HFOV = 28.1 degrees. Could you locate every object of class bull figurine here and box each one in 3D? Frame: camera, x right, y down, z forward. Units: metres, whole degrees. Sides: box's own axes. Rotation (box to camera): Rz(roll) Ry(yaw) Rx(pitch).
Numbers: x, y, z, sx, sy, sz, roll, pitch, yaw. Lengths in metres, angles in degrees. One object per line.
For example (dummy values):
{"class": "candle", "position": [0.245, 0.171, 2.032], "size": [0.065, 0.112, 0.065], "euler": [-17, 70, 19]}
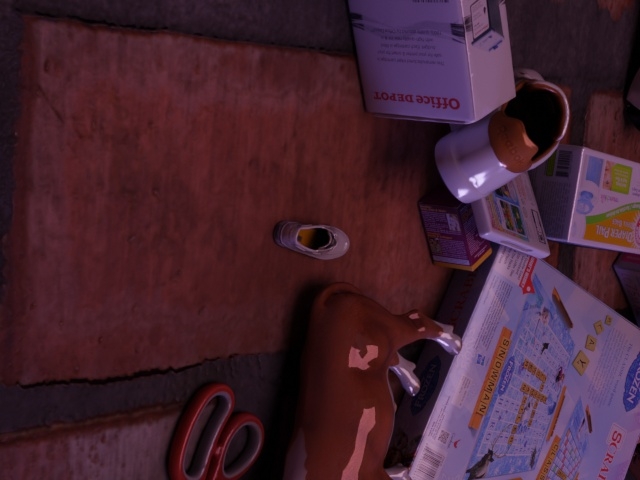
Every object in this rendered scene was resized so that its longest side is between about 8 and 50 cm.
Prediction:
{"class": "bull figurine", "position": [0.033, 0.201, 1.272], "size": [0.188, 0.101, 0.310], "euler": [13, 86, -35]}

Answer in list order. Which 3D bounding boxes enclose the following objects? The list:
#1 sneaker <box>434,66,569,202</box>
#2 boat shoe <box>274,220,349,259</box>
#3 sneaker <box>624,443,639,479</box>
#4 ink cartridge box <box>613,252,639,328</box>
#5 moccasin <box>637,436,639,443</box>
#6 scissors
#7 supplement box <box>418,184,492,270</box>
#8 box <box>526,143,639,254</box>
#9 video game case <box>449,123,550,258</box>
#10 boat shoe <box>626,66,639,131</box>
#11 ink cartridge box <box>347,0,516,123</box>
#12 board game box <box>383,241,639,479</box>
{"class": "sneaker", "position": [0.224, -0.128, 1.358], "size": [0.106, 0.123, 0.290], "euler": [56, 32, -10]}
{"class": "boat shoe", "position": [0.000, 0.000, 1.258], "size": [0.100, 0.035, 0.035], "euler": [16, 86, -48]}
{"class": "sneaker", "position": [0.443, 0.277, 1.754], "size": [0.162, 0.106, 0.281], "euler": [42, 68, -40]}
{"class": "ink cartridge box", "position": [0.533, -0.008, 1.825], "size": [0.311, 0.065, 0.186], "euler": [-54, 133, -28]}
{"class": "moccasin", "position": [0.510, 0.140, 1.708], "size": [0.380, 0.139, 0.147], "euler": [-19, 130, -14]}
{"class": "scissors", "position": [-0.135, 0.278, 1.185], "size": [0.109, 0.021, 0.297], "euler": [39, 70, -47]}
{"class": "supplement box", "position": [0.148, -0.014, 1.404], "size": [0.043, 0.055, 0.083], "euler": [-40, 126, -37]}
{"class": "box", "position": [0.316, -0.049, 1.544], "size": [0.203, 0.103, 0.114], "euler": [7, 93, -48]}
{"class": "video game case", "position": [0.197, -0.065, 1.411], "size": [0.143, 0.019, 0.157], "euler": [17, 55, -52]}
{"class": "boat shoe", "position": [0.532, -0.288, 1.673], "size": [0.158, 0.127, 0.340], "euler": [-2, 127, -53]}
{"class": "ink cartridge box", "position": [0.104, -0.220, 1.248], "size": [0.082, 0.140, 0.190], "euler": [-33, 122, -40]}
{"class": "board game box", "position": [0.241, 0.201, 1.486], "size": [0.318, 0.066, 0.318], "euler": [33, 73, -30]}
